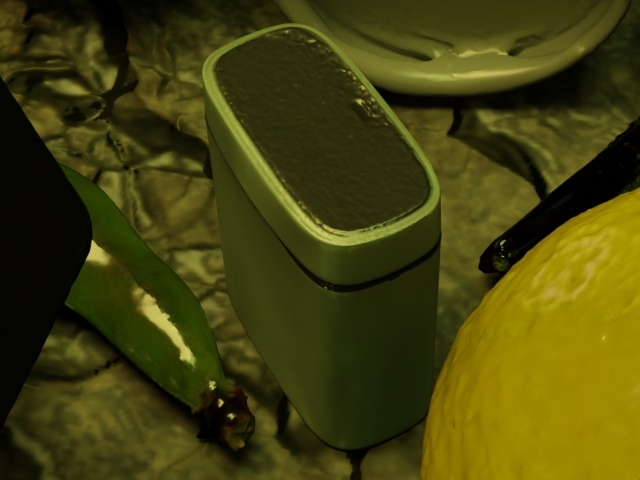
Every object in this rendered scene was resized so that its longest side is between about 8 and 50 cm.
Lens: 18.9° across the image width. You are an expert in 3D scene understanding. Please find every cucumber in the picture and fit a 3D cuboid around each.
[{"bbox_3d":[0.121,-0.020,0.825,0.135,0.033,0.034,-40,92,-26],"label":"cucumber"}]

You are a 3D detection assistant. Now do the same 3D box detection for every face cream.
[{"bbox_3d":[0.063,-0.189,0.876,0.175,0.175,0.195,4,49,5],"label":"face cream"}]

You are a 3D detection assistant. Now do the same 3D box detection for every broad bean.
[{"bbox_3d":[-0.126,-0.010,0.817,0.297,0.043,0.060,33,68,25],"label":"broad bean"}]

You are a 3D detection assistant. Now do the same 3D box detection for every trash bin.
[{"bbox_3d":[0.000,0.000,0.747,0.059,0.130,0.116,-22,53,-16],"label":"trash bin"}]

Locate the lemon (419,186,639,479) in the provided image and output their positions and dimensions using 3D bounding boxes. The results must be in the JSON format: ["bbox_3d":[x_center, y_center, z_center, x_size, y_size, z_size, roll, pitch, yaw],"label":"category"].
[{"bbox_3d":[0.137,0.090,0.607,0.219,0.240,0.240,6,43,46],"label":"lemon"}]

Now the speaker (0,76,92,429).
[{"bbox_3d":[-0.240,0.098,0.560,0.184,0.180,0.388,21,74,16],"label":"speaker"}]
